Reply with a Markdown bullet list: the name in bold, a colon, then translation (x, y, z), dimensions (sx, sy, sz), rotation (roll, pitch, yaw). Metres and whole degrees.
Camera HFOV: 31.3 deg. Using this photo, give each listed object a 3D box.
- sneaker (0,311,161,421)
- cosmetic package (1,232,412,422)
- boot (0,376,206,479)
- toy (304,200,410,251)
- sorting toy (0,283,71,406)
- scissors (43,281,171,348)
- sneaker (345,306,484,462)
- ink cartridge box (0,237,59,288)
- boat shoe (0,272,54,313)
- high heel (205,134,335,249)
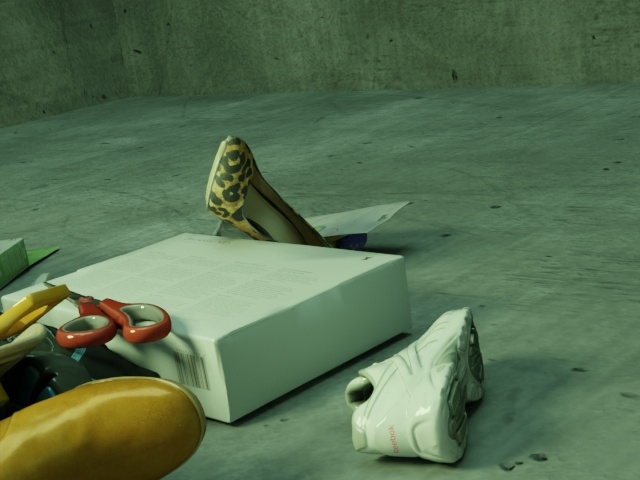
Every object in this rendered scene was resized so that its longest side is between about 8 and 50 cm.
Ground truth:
- **sneaker**: translation (-0.297, 0.141, 1.161), dimensions (0.140, 0.125, 0.341), rotation (0, 12, -43)
- **cosmetic package**: translation (-0.132, 0.081, 1.291), dimensions (0.377, 0.097, 0.284), rotation (6, 22, 44)
- **boot**: translation (-0.247, 0.196, 0.872), dimensions (0.295, 0.104, 0.211), rotation (-17, 4, 13)
- **toy**: translation (0.000, 0.000, 1.617), dimensions (0.237, 0.056, 0.137), rotation (-5, 18, 32)
- **sorting toy**: translation (-0.334, 0.154, 0.970), dimensions (0.348, 0.047, 0.196), rotation (-38, -5, 28)
- **scissors**: translation (-0.226, 0.068, 1.182), dimensions (0.109, 0.021, 0.297), rotation (-10, 11, -16)
- **sneaker**: translation (0.083, 0.123, 1.037), dimensions (0.115, 0.090, 0.232), rotation (-7, 13, 19)
- **ink cartridge box**: translation (-0.538, 0.028, 1.803), dimensions (0.171, 0.056, 0.235), rotation (-5, 17, 13)
- **boat shoe**: translation (-0.378, 0.094, 1.460), dimensions (0.063, 0.066, 0.184), rotation (-6, 24, 2)
- **high heel**: translation (-0.045, -0.037, 1.426), dimensions (0.186, 0.261, 0.093), rotation (16, 61, 6)
